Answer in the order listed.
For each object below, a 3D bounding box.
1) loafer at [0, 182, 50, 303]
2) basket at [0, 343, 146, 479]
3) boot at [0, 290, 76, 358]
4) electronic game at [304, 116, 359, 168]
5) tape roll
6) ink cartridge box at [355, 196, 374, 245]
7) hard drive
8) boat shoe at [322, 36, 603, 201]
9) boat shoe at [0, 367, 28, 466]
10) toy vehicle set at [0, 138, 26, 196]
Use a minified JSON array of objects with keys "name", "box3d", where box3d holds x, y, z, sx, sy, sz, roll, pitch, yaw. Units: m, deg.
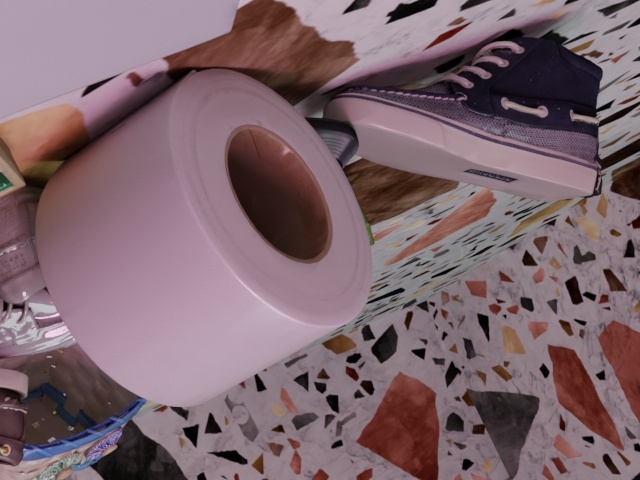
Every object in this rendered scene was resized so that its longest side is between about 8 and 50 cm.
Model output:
[{"name":"loafer","box3d":[-0.234,0.017,1.355,0.112,0.111,0.319,-28,170,17]},{"name":"basket","box3d":[-0.321,0.159,1.698,0.255,0.201,0.289,-27,143,-45]},{"name":"boot","box3d":[-0.331,0.077,1.461,0.258,0.095,0.123,-20,171,-2]},{"name":"electronic game","box3d":[-0.074,-0.074,1.420,0.229,0.048,0.229,-12,168,-3]},{"name":"tape roll","box3d":[-0.095,-0.002,1.217,0.169,0.246,0.246,-30,170,30]},{"name":"ink cartridge box","box3d":[-0.069,0.007,1.793,0.255,0.097,0.189,-26,171,1]},{"name":"hard drive","box3d":[-0.209,-0.122,0.850,0.353,0.047,0.233,-24,171,-15]},{"name":"boat shoe","box3d":[0.158,-0.150,1.521,0.341,0.158,0.127,13,168,-31]},{"name":"boat shoe","box3d":[-0.455,0.179,1.433,0.324,0.096,0.116,4,163,-25]},{"name":"toy vehicle set","box3d":[-0.361,-0.018,1.055,0.267,0.035,0.166,-25,171,-4]}]
